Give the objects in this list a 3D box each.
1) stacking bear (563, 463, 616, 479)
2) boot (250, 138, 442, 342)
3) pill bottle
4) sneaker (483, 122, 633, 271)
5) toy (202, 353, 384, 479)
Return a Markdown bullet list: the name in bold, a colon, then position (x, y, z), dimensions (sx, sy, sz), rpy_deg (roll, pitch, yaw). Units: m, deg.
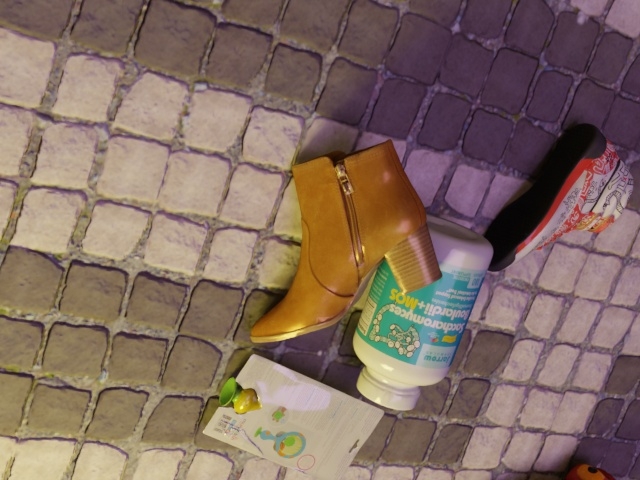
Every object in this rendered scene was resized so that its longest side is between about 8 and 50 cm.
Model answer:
- **stacking bear**: position (0.405, 0.484, 1.727), dimensions (0.289, 0.175, 0.164), rpy_deg (-22, 118, -27)
- **boot**: position (0.000, 0.000, 1.323), dimensions (0.295, 0.104, 0.211), rpy_deg (-23, 94, 18)
- **pill bottle**: position (0.135, 0.103, 1.410), dimensions (0.146, 0.146, 0.264), rpy_deg (9, 106, -31)
- **sneaker**: position (0.367, -0.032, 1.511), dimensions (0.145, 0.090, 0.270), rpy_deg (39, 87, -33)
- **toy**: position (-0.041, 0.251, 1.435), dimensions (0.237, 0.056, 0.137), rpy_deg (27, 100, -30)
